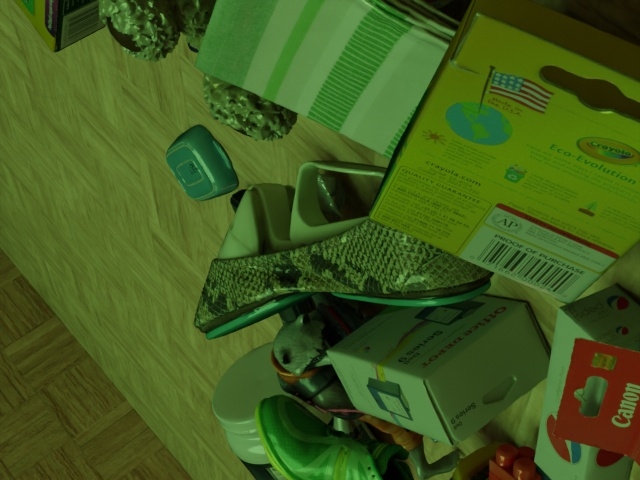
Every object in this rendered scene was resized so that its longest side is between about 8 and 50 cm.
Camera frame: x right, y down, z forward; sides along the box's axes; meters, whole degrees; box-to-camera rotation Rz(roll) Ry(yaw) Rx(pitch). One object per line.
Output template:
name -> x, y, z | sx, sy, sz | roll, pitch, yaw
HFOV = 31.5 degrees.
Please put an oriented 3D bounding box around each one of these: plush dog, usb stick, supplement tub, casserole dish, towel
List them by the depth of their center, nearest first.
towel -> 0.053, -0.138, 0.994 | 0.325, 0.038, 0.248 | 25, 157, -5
plush dog -> -0.052, -0.237, 1.142 | 0.225, 0.210, 0.262 | 8, 159, 43
usb stick -> -0.064, 0.045, 1.689 | 0.077, 0.045, 0.278 | 25, 144, 50
casserole dish -> -0.187, -0.111, 1.733 | 0.114, 0.037, 0.188 | 58, 157, -8
supplement tub -> -0.028, 0.306, 1.749 | 0.191, 0.191, 0.272 | 21, 148, 55

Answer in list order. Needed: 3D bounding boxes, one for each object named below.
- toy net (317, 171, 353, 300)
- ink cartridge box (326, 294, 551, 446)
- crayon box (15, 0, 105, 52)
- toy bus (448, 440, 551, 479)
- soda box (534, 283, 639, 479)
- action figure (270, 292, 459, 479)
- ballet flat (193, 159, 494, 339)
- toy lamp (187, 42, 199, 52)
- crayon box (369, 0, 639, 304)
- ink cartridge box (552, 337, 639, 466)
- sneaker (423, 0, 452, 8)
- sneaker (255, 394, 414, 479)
toy net -> 0.010, -0.019, 1.453 | 0.122, 0.045, 0.232 | 42, 153, 38
ink cartridge box -> 0.130, 0.133, 1.267 | 0.212, 0.154, 0.093 | 11, 131, 62
crayon box -> -0.410, -0.480, 1.571 | 0.313, 0.106, 0.363 | 54, 158, 5
toy bus -> 0.224, 0.324, 1.389 | 0.220, 0.149, 0.211 | 32, 135, 50
soda box -> 0.261, 0.151, 1.078 | 0.074, 0.069, 0.216 | 48, 150, 43
action figure -> 0.052, 0.218, 1.500 | 0.330, 0.178, 0.341 | 49, 180, -38
ballet flat -> 0.000, 0.000, 1.303 | 0.483, 0.164, 0.182 | -13, 95, 50
toy lamp -> -0.160, -0.345, 1.284 | 0.080, 0.080, 0.274 | 30, 148, 46
crayon box -> 0.173, -0.072, 0.873 | 0.202, 0.081, 0.318 | 24, 155, -1
ink cartridge box -> 0.311, 0.170, 0.947 | 0.225, 0.056, 0.181 | 11, 144, 12
sneaker -> 0.068, -0.226, 0.936 | 0.136, 0.116, 0.314 | 45, 156, 20
sneaker -> 0.048, 0.282, 1.418 | 0.295, 0.109, 0.123 | 38, 114, 15
